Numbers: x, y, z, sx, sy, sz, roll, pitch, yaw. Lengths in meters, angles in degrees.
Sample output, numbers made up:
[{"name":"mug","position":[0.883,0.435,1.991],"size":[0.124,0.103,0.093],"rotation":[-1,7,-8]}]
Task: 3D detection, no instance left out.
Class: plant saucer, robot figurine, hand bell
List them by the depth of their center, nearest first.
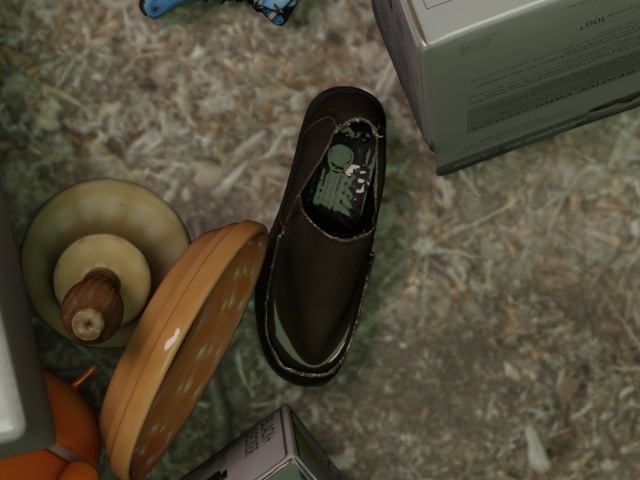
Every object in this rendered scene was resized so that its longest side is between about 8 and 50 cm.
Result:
[{"name":"hand bell","position":[-0.145,0.034,1.204],"size":[0.126,0.242,0.126],"rotation":[-1,98,-5]},{"name":"plant saucer","position":[-0.097,0.071,1.240],"size":[0.037,0.200,0.200],"rotation":[27,96,7]},{"name":"robot figurine","position":[-0.233,0.177,1.261],"size":[0.128,0.158,0.219],"rotation":[26,71,-9]}]

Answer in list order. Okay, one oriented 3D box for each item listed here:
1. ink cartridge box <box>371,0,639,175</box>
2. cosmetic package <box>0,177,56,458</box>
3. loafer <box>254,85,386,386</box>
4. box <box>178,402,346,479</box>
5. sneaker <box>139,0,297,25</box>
[{"name":"ink cartridge box","position":[0.193,-0.183,1.221],"size":[0.309,0.272,0.130],"rotation":[-19,74,-2]},{"name":"cosmetic package","position":[-0.331,-0.067,1.155],"size":[0.230,0.161,0.453],"rotation":[-13,81,-2]},{"name":"loafer","position":[0.000,0.000,1.292],"size":[0.080,0.078,0.220],"rotation":[7,98,-5]},{"name":"box","position":[-0.111,0.246,1.278],"size":[0.290,0.169,0.087],"rotation":[-35,97,3]},{"name":"sneaker","position":[-0.048,-0.181,1.270],"size":[0.162,0.063,0.073],"rotation":[-18,103,-1]}]
